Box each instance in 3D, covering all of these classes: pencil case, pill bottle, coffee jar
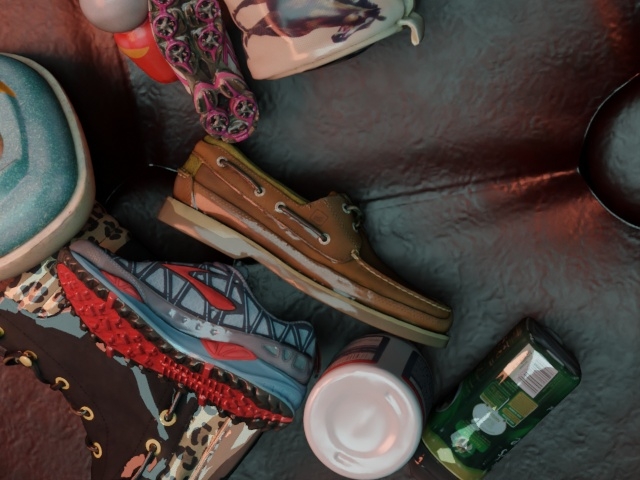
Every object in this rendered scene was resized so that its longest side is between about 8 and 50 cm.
[{"bbox_3d":[-0.046,-0.344,1.274,0.183,0.160,0.410,-19,95,31],"label":"pencil case"},{"bbox_3d":[0.052,0.147,1.329,0.108,0.180,0.108,2,100,10],"label":"pill bottle"},{"bbox_3d":[0.163,0.164,1.356,0.079,0.096,0.184,43,105,-1],"label":"coffee jar"}]

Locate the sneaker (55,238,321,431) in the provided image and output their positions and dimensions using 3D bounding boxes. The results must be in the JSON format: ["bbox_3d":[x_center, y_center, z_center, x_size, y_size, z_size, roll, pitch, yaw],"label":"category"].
[{"bbox_3d":[-0.120,0.068,1.308,0.262,0.125,0.104,32,145,1],"label":"sneaker"}]

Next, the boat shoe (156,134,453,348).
[{"bbox_3d":[0.000,0.000,1.350,0.307,0.111,0.104,26,88,-1],"label":"boat shoe"}]

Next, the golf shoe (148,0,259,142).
[{"bbox_3d":[-0.117,-0.183,1.326,0.067,0.086,0.186,-22,120,-3],"label":"golf shoe"}]

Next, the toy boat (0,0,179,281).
[{"bbox_3d":[-0.273,-0.129,1.333,0.318,0.148,0.267,-38,55,0],"label":"toy boat"}]

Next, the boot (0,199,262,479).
[{"bbox_3d":[-0.224,0.173,1.405,0.284,0.138,0.377,40,100,1],"label":"boot"}]
